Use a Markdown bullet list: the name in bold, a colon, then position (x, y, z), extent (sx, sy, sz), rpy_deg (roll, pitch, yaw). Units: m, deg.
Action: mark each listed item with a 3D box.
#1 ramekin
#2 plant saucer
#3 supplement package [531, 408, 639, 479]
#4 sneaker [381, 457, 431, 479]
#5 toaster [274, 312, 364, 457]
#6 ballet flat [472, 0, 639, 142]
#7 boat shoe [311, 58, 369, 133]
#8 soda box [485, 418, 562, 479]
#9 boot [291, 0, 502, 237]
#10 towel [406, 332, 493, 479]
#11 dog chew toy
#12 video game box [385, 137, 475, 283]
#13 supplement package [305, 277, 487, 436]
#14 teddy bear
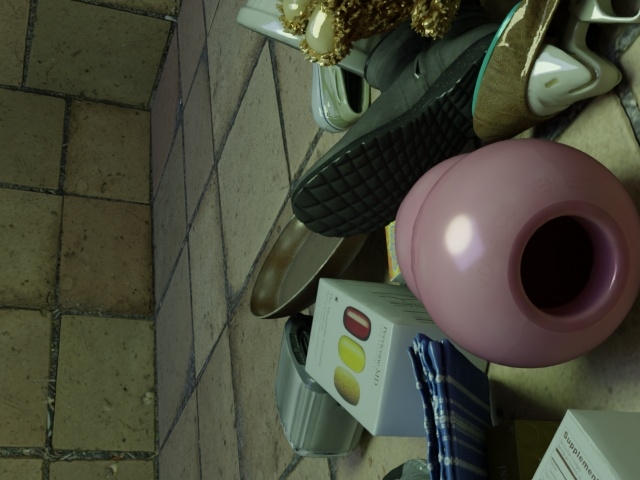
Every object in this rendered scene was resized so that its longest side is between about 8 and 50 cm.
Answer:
- **ramekin**: position (0.025, -0.320, 1.248), extent (0.127, 0.273, 0.273), rpy_deg (-67, 24, 10)
- **plant saucer**: position (0.000, 0.000, 1.349), extent (0.310, 0.050, 0.310), rpy_deg (-49, 18, 21)
- **supplement package**: position (0.235, 0.242, 0.719), extent (0.105, 0.105, 0.179), rpy_deg (-116, 39, -56)
- **sneaker**: position (0.089, 0.308, 1.045), extent (0.228, 0.132, 0.086), rpy_deg (158, 116, -66)
- **toaster**: position (0.007, 0.221, 1.302), extent (0.227, 0.129, 0.146), rpy_deg (-116, 34, -57)
- **ballet flat**: position (0.256, -0.221, 0.839), extent (0.124, 0.116, 0.342), rpy_deg (48, 127, 39)
- **boat shoe**: position (0.038, -0.331, 1.453), extent (0.094, 0.109, 0.302), rpy_deg (-13, 80, 52)
- **soda box**: position (0.207, 0.269, 0.846), extent (0.058, 0.061, 0.181), rpy_deg (135, 137, -60)
- **boot**: position (0.093, -0.159, 1.065), extent (0.338, 0.118, 0.223), rpy_deg (-35, 34, 5)
- **towel**: position (0.142, 0.273, 0.842), extent (0.243, 0.040, 0.336), rpy_deg (39, -135, -62)
- **dog chew toy**: position (0.168, 0.002, 0.863), extent (0.332, 0.206, 0.206), rpy_deg (-150, 68, -77)
- **video game box**: position (0.141, -0.071, 1.149), extent (0.187, 0.048, 0.205), rpy_deg (129, 143, -57)
- **supplement package**: position (0.089, 0.141, 1.094), extent (0.244, 0.134, 0.139), rpy_deg (-156, 73, -68)
- **teddy bear**: position (0.104, -0.325, 1.044), extent (0.338, 0.113, 0.245), rpy_deg (-43, 39, -10)
